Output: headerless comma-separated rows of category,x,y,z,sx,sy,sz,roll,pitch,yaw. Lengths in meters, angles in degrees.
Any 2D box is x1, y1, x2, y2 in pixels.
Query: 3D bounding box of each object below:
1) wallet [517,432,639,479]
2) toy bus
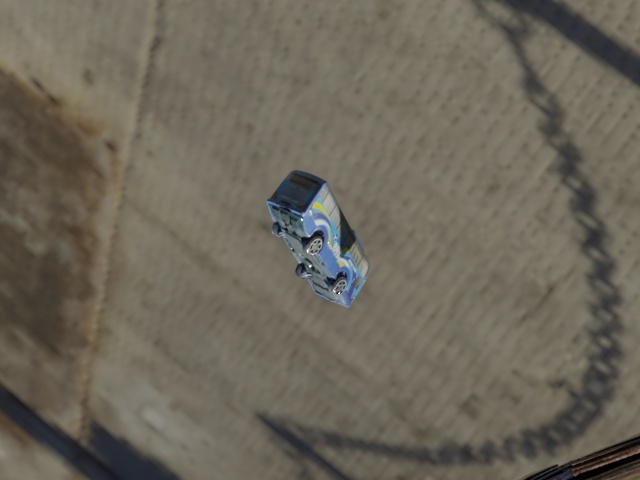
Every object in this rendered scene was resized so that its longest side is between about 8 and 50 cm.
wallet,0.208,0.198,1.448,0.042,0.124,0.230,69,157,10
toy bus,0.000,0.000,1.631,0.051,0.061,0.153,25,159,34
